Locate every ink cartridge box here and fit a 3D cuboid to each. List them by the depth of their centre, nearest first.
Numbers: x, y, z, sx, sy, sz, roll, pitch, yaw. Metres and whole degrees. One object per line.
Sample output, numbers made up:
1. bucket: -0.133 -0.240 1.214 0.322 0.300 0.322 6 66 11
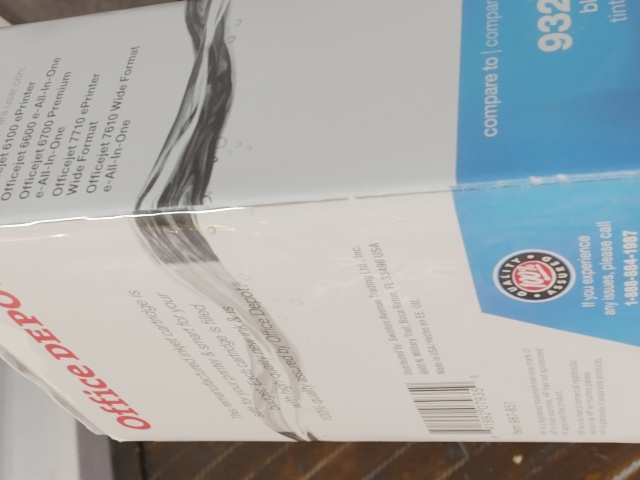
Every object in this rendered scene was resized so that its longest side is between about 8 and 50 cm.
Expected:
1. ink cartridge box: 0.000 0.000 0.456 0.307 0.223 0.129 -4 56 16
